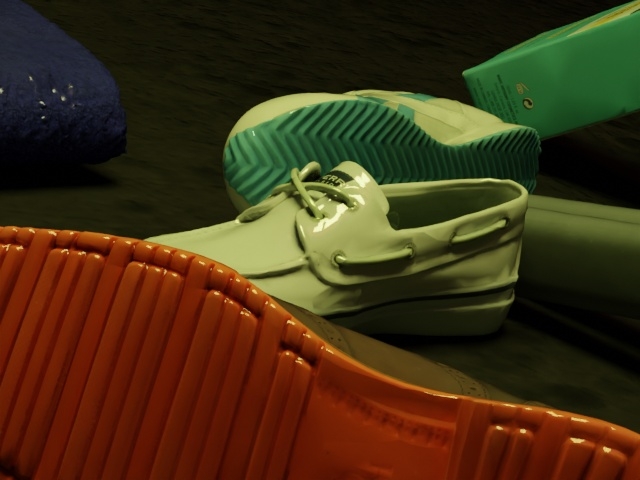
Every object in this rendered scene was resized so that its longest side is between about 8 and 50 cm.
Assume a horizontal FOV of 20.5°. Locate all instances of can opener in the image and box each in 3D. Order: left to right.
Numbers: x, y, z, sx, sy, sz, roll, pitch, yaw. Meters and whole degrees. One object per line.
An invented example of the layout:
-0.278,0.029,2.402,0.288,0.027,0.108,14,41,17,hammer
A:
0.183,0.000,0.816,0.280,0.093,0.074,5,7,38,can opener

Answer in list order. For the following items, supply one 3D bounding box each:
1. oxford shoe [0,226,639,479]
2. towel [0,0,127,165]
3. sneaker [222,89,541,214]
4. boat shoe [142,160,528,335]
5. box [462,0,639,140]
-0.009,0.068,0.575,0.271,0.097,0.098,21,-1,7,oxford shoe
-0.271,-0.090,0.852,0.308,0.076,0.227,-3,32,-44,towel
0.019,-0.035,0.899,0.092,0.087,0.229,18,10,35,sneaker
0.000,0.000,0.772,0.226,0.076,0.083,-4,25,-44,boat shoe
0.211,-0.121,1.096,0.244,0.060,0.100,-16,10,47,box
